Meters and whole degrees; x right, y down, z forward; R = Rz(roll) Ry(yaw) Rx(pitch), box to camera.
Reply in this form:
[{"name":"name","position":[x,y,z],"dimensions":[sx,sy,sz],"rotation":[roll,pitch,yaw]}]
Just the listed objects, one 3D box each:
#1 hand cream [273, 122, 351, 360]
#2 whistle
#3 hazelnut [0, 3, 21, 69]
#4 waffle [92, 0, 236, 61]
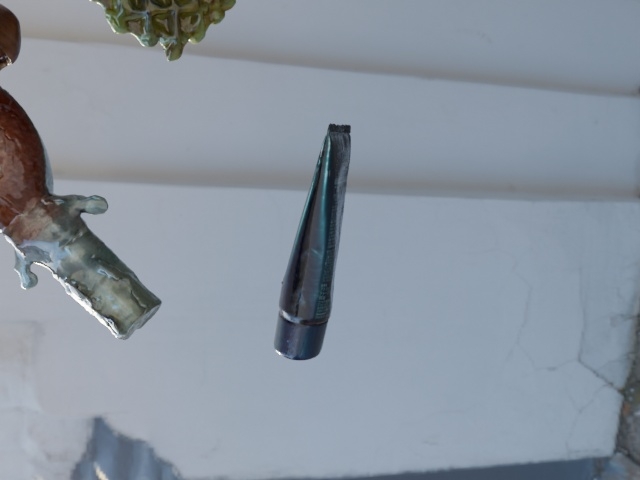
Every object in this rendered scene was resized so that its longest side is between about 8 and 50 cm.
[{"name":"hand cream","position":[0.000,0.000,0.889],"dimensions":[0.120,0.061,0.270],"rotation":[-28,-49,-74]},{"name":"whistle","position":[-0.309,-0.034,0.796],"dimensions":[0.346,0.142,0.134],"rotation":[44,161,3]},{"name":"hazelnut","position":[-0.341,-0.207,0.769],"dimensions":[0.086,0.086,0.086],"rotation":[-179,90,-70]},{"name":"waffle","position":[-0.195,-0.354,0.986],"dimensions":[0.223,0.204,0.054],"rotation":[-54,34,-7]}]
